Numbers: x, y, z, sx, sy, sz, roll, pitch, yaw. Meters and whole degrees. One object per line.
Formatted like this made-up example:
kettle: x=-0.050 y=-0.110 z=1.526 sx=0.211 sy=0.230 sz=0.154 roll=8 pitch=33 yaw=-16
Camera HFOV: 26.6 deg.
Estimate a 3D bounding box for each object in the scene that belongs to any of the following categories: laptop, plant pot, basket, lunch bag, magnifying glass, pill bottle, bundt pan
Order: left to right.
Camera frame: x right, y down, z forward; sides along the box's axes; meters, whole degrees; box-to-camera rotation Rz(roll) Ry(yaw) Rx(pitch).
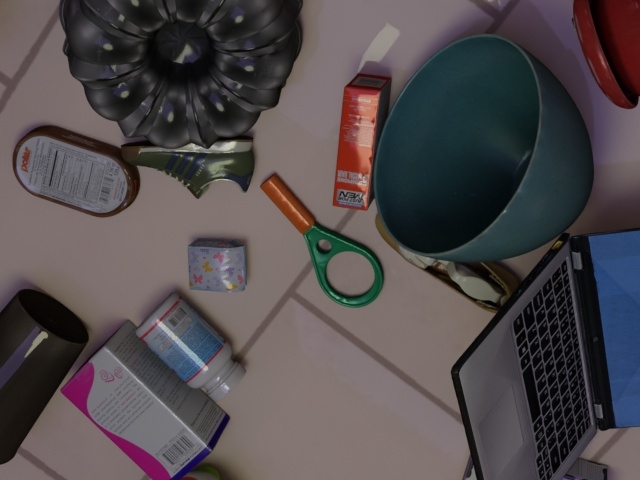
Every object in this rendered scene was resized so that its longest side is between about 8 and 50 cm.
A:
basket: x=-0.461 y=0.198 z=2.015 sx=0.154 sy=0.204 sz=0.227 roll=40 pitch=103 yaw=10
bundt pan: x=-0.182 y=-0.258 z=1.771 sx=0.330 sy=0.124 sz=0.331 roll=-2 pitch=123 yaw=-3
pill bottle: x=-0.188 y=0.159 z=1.989 sx=0.160 sy=0.087 sz=0.087 roll=45 pitch=111 yaw=-5
lunch bag: x=-0.145 y=0.037 z=1.958 sx=0.083 sy=0.053 sz=0.071 roll=4 pitch=107 yaw=21
magnifying glass: x=0.000 y=0.000 z=1.933 sx=0.092 sy=0.026 sz=0.231 roll=-39 pitch=99 yaw=21
plant pot: x=0.237 y=-0.095 z=1.741 sx=0.195 sy=0.290 sz=0.290 roll=19 pitch=117 yaw=-36
laptop: x=0.400 y=0.194 z=1.738 sx=0.236 sy=0.408 sz=0.382 roll=20 pitch=142 yaw=36
plant pot: x=0.419 y=-0.261 z=1.673 sx=0.174 sy=0.191 sz=0.191 roll=-21 pitch=103 yaw=25

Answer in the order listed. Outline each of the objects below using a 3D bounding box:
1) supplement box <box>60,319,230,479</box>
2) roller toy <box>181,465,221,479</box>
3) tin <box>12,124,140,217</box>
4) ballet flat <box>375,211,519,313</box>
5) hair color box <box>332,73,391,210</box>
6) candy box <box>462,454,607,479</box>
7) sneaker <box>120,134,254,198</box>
supplement box: x=-0.259 y=0.245 z=2.019 sx=0.220 sy=0.114 sz=0.111 roll=45 pitch=112 yaw=-7
roller toy: x=-0.185 y=0.458 z=2.023 sx=0.209 sy=0.191 sz=0.146 roll=-49 pitch=119 yaw=-10
tin: x=-0.355 y=-0.100 z=1.965 sx=0.189 sy=0.040 sz=0.106 roll=18 pitch=107 yaw=5
ballet flat: x=0.177 y=0.025 z=1.876 sx=0.232 sy=0.073 sz=0.080 roll=31 pitch=111 yaw=1
hair color box: x=0.056 y=-0.134 z=1.837 sx=0.053 sy=0.093 sz=0.167 roll=8 pitch=109 yaw=10
candy box: x=0.299 y=0.385 z=1.973 sx=0.196 sy=0.070 sz=0.165 roll=15 pitch=111 yaw=6
sneaker: x=-0.186 y=-0.099 z=1.912 sx=0.192 sy=0.064 sz=0.086 roll=-2 pitch=103 yaw=9
